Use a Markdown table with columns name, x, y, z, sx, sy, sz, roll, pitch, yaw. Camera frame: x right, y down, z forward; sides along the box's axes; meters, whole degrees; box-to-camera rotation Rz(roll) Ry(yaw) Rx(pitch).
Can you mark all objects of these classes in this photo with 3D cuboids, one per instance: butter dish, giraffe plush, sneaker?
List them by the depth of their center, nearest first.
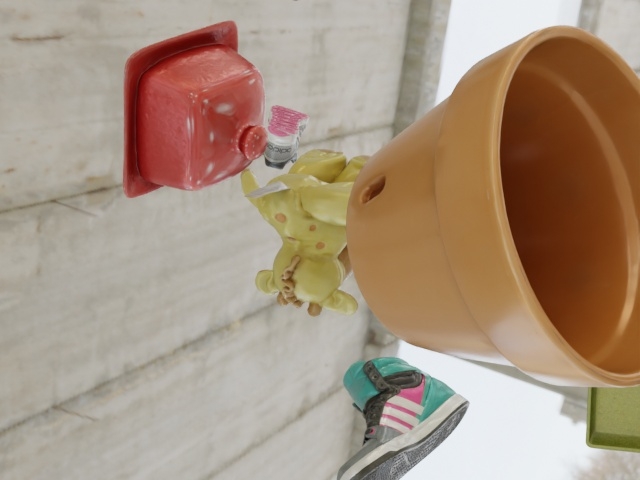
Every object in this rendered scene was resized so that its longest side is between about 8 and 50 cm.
| name | x | y | z | sx | sy | sz | roll | pitch | yaw |
| --- | --- | --- | --- | --- | --- | --- | --- | --- | --- |
| butter dish | -0.104 | -0.114 | 0.845 | 0.160 | 0.118 | 0.159 | -34 | -37 | -46 |
| giraffe plush | 0.000 | 0.000 | 1.049 | 0.210 | 0.181 | 0.170 | -15 | -62 | -30 |
| sneaker | -0.059 | -0.158 | 1.341 | 0.170 | 0.063 | 0.074 | -78 | 5 | -66 |
| sneaker | 0.089 | 0.283 | 1.396 | 0.296 | 0.178 | 0.123 | -24 | -39 | -43 |

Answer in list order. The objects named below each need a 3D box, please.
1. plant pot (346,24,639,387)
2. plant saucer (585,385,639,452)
| name | x | y | z | sx | sy | sz | roll | pitch | yaw |
| --- | --- | --- | --- | --- | --- | --- | --- | --- | --- |
| plant pot | 0.162 | -0.013 | 0.753 | 0.291 | 0.203 | 0.290 | 11 | -108 | -39 |
| plant saucer | 0.526 | 0.254 | 1.426 | 0.045 | 0.188 | 0.188 | 101 | 175 | -80 |
